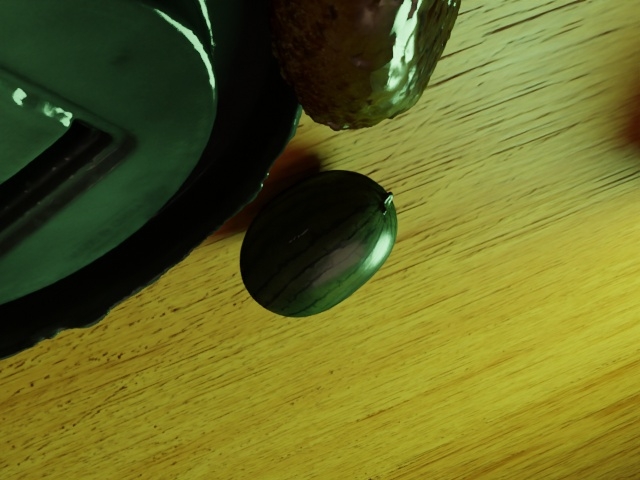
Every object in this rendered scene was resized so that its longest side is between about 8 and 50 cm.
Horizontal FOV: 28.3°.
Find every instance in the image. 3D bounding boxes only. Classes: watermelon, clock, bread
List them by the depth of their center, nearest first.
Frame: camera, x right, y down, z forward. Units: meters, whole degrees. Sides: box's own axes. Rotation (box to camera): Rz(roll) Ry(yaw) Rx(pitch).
[{"bbox_3d":[0.032,-0.134,0.493,0.193,0.064,0.193,21,90,-79],"label":"bread"},{"bbox_3d":[-0.157,-0.047,0.542,0.325,0.067,0.325,-23,153,-12],"label":"clock"},{"bbox_3d":[0.000,0.000,0.773,0.111,0.078,0.078,-39,152,17],"label":"watermelon"}]
